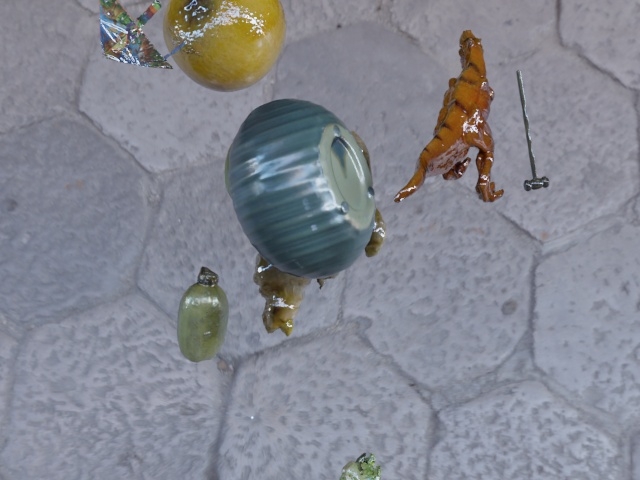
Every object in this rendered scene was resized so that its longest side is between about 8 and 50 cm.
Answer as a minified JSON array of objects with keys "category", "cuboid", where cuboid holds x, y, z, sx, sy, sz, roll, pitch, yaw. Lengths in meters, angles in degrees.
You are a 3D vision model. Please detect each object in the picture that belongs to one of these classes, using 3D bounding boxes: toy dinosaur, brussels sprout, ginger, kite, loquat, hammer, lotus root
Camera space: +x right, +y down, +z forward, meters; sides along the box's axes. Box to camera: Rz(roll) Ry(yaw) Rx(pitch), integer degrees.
[{"category":"toy dinosaur","cuboid":[0.208,-0.138,1.012,0.097,0.208,0.432,-1,46,24]},{"category":"brussels sprout","cuboid":[0.064,0.379,1.108,0.058,0.085,0.085,40,75,2]},{"category":"ginger","cuboid":[-0.001,0.002,1.081,0.166,0.080,0.333,41,98,6]},{"category":"kite","cuboid":[-0.307,-0.347,1.120,0.183,0.010,0.160,51,52,-28]},{"category":"loquat","cuboid":[-0.203,-0.445,1.443,0.263,0.263,0.263,1,75,-5]},{"category":"hammer","cuboid":[0.502,-0.265,1.653,0.058,0.029,0.292,-12,101,-2]},{"category":"lotus root","cuboid":[-0.207,0.136,1.216,0.077,0.183,0.090,28,28,32]}]

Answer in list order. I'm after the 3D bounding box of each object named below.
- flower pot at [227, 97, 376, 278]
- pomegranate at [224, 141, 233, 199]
[{"category":"flower pot","cuboid":[-0.022,-0.069,0.908,0.189,0.157,0.243,-26,99,-54]},{"category":"pomegranate","cuboid":[-0.089,-0.110,1.272,0.179,0.210,0.179,-1,45,1]}]
